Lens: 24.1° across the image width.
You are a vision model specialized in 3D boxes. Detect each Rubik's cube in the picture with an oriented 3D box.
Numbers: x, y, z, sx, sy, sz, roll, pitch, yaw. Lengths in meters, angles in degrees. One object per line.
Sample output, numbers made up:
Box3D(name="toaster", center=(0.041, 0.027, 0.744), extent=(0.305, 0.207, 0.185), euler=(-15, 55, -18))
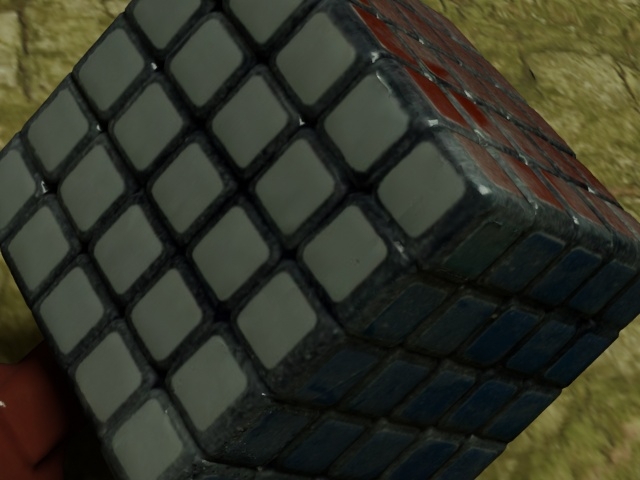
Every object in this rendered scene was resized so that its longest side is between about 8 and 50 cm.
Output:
Box3D(name="Rubik's cube", center=(0.000, 0.000, 0.794), extent=(0.237, 0.237, 0.238), euler=(22, 27, -54))

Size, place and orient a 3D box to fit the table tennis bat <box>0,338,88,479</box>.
Box3D(name="table tennis bat", center=(-0.181, 0.119, 0.676), extent=(0.268, 0.051, 0.414), euler=(60, 23, -6))
